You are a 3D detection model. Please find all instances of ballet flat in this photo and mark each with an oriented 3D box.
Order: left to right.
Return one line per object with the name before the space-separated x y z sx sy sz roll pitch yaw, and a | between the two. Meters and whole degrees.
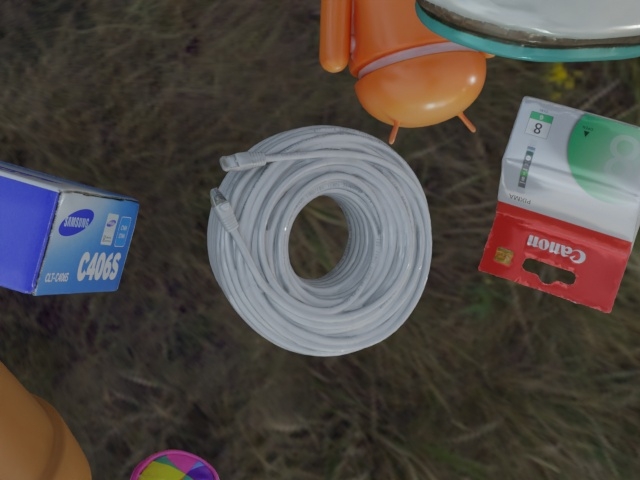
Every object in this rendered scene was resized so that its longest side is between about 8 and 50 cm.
ballet flat | 0.177 -0.180 0.683 0.400 0.139 0.139 -17 105 -51

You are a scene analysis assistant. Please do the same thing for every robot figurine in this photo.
robot figurine | 0.080 -0.200 1.193 0.128 0.158 0.219 -15 84 27

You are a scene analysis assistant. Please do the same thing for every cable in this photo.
cable | 0.000 0.000 1.440 0.257 0.089 0.257 -18 102 -25

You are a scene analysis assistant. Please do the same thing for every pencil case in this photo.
pencil case | -0.171 0.325 1.390 0.104 0.104 0.236 -1 139 -17

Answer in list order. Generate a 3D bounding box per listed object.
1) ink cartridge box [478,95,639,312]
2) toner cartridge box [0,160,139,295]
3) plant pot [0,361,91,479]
ink cartridge box | 0.301 -0.045 1.575 0.181 0.056 0.224 19 91 22
toner cartridge box | -0.320 -0.044 0.918 0.348 0.165 0.075 16 93 9
plant pot | -0.382 0.197 1.185 0.291 0.291 0.203 -26 122 -13
